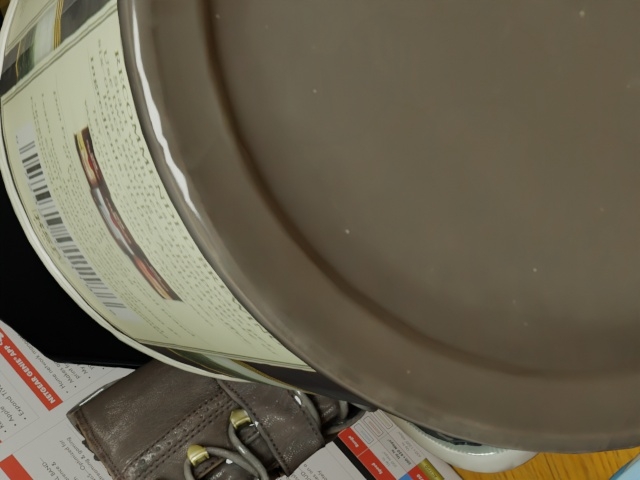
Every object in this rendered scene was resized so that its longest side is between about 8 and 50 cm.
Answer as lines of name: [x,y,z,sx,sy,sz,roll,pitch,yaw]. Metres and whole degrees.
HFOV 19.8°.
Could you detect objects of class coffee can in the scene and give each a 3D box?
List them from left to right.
coffee can: [0.019,-0.052,0.531,0.201,0.201,0.275,53,167,-9]

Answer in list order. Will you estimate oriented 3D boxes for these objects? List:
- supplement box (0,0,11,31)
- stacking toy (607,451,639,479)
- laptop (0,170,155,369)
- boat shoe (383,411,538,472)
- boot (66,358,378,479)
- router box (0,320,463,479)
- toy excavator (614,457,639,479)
supplement box: [-0.179,-0.161,1.128,0.056,0.083,0.083,49,166,15]
stacking toy: [0.152,0.154,0.804,0.141,0.141,0.330,50,170,5]
laptop: [-0.185,-0.138,1.010,0.382,0.236,0.407,-5,80,64]
boat shoe: [0.000,0.000,0.939,0.303,0.114,0.091,29,158,28]
boot: [0.017,0.055,0.752,0.091,0.229,0.263,57,165,-21]
router box: [-0.121,0.138,1.245,0.335,0.301,0.082,48,146,14]
toy excavator: [0.227,0.159,0.327,0.433,0.222,0.445,44,156,21]
